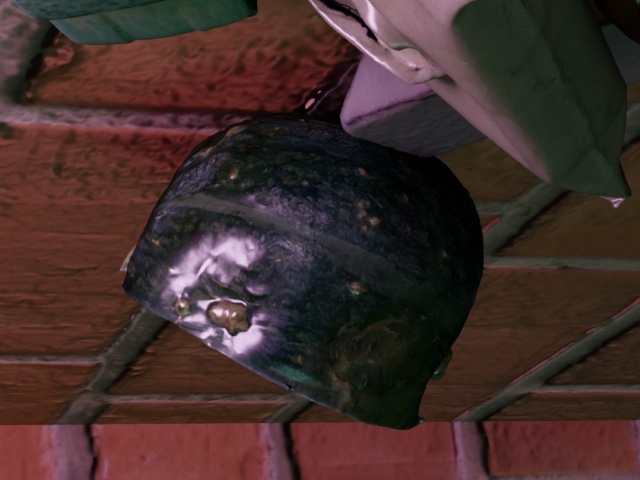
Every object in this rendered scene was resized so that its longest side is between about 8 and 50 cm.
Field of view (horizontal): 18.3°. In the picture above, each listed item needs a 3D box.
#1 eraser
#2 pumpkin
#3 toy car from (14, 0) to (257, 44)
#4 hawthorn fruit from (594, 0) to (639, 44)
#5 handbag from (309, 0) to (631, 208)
[{"bbox_3d":[0.173,-0.149,1.335,0.352,0.077,0.111,-20,160,36],"label":"eraser"},{"bbox_3d":[0.000,0.000,1.526,0.263,0.197,0.293,25,-176,2],"label":"pumpkin"},{"bbox_3d":[-0.135,-0.184,1.104,0.141,0.097,0.321,-8,161,11],"label":"toy car"},{"bbox_3d":[0.253,-0.197,1.030,0.261,0.224,0.224,-25,163,-8],"label":"hawthorn fruit"},{"bbox_3d":[0.058,-0.150,1.089,0.109,0.253,0.316,-49,155,0],"label":"handbag"}]
